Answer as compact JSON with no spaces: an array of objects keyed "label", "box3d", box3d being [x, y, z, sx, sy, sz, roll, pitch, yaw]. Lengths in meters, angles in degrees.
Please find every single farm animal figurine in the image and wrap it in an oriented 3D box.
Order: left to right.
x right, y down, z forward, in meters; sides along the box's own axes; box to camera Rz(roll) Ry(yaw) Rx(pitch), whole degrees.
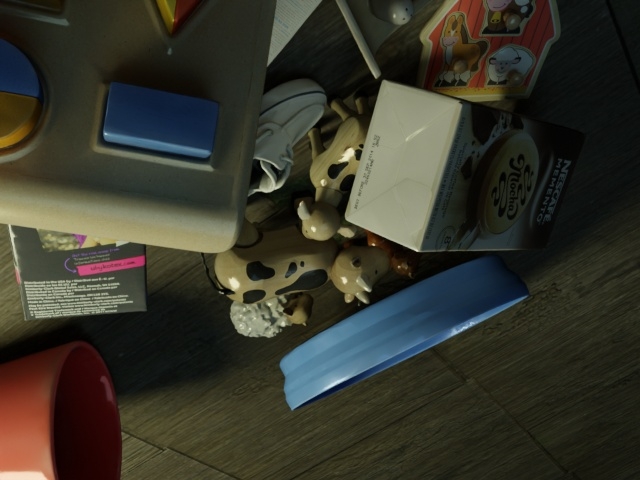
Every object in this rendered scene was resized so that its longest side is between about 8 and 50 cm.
[{"label":"farm animal figurine","box3d":[0.000,0.000,1.006,0.327,0.172,0.330,-21,137,1]}]

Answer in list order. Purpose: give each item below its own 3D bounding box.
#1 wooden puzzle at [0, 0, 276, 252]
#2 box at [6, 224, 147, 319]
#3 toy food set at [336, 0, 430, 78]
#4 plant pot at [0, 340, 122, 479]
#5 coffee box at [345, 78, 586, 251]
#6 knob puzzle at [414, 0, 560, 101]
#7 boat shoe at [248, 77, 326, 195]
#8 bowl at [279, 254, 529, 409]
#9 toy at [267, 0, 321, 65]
[{"label":"wooden puzzle","box3d":[-0.201,-0.176,0.663,0.322,0.080,0.347,9,93,-15]},{"label":"box","box3d":[-0.270,-0.060,0.849,0.143,0.165,0.270,-3,134,-15]},{"label":"toy food set","box3d":[0.127,-0.331,0.739,0.306,0.092,0.220,-40,136,-2]},{"label":"plant pot","box3d":[-0.444,0.294,1.092,0.243,0.275,0.275,-9,137,4]},{"label":"coffee box","box3d":[0.185,-0.083,0.930,0.297,0.119,0.168,-1,110,-47]},{"label":"knob puzzle","box3d":[0.215,-0.250,0.939,0.213,0.030,0.213,-10,136,-10]},{"label":"boat shoe","box3d":[-0.075,-0.091,0.880,0.258,0.084,0.095,-41,160,-21]},{"label":"bowl","box3d":[0.117,0.135,1.135,0.391,0.077,0.391,-25,168,-6]},{"label":"toy","box3d":[-0.050,-0.293,0.778,0.137,0.056,0.237,32,112,-36]}]
